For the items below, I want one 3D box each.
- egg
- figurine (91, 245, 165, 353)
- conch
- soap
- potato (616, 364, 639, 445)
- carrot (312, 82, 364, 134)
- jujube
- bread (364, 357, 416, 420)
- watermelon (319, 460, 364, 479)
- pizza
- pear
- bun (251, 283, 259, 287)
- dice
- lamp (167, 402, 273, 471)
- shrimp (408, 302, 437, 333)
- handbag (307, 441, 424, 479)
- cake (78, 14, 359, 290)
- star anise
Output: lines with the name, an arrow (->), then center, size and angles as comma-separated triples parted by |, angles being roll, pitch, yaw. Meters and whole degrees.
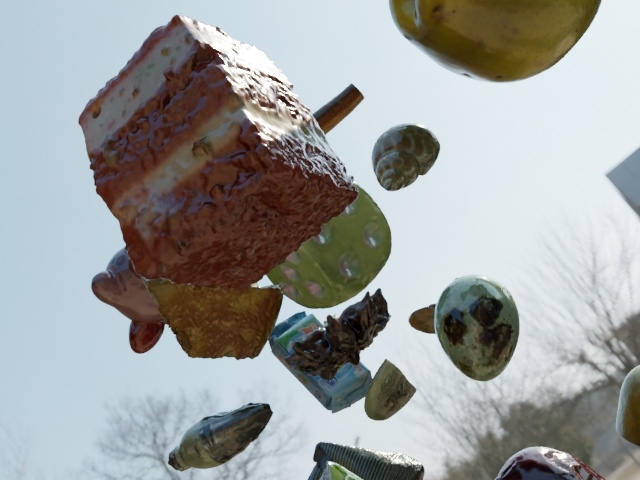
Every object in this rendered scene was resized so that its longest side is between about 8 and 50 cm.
egg -> 0.312, 0.173, 1.707 | 0.169, 0.231, 0.169 | -1, -37, 0
figurine -> -0.463, 0.120, 2.323 | 0.270, 0.261, 0.211 | -34, 23, 13
conch -> 0.157, -0.166, 1.667 | 0.173, 0.116, 0.106 | -43, -19, -10
soap -> -0.004, 0.311, 2.226 | 0.156, 0.293, 0.077 | -30, -31, -34
potato -> 0.723, 0.343, 1.843 | 0.178, 0.158, 0.203 | -6, 15, 13
carrot -> 0.012, -0.309, 2.190 | 0.225, 0.067, 0.067 | -39, -22, 2
jujube -> 0.466, 0.536, 1.611 | 0.223, 0.318, 0.223 | -35, -36, -30
bread -> 0.136, 0.315, 1.723 | 0.112, 0.036, 0.193 | -52, -33, -9
watermelon -> 0.014, 0.499, 1.644 | 0.158, 0.121, 0.098 | -18, 26, 16
pizza -> -0.217, 0.136, 1.675 | 0.297, 0.071, 0.189 | 13, -88, -32
pear -> 0.339, -0.483, 1.669 | 0.418, 0.362, 0.362 | -11, -30, -24
bun -> -0.208, 0.138, 2.194 | 0.111, 0.164, 0.188 | -39, -43, -10
dice -> 0.000, 0.000, 2.089 | 0.252, 0.250, 0.254 | -46, 21, -30
lamp -> -0.193, 0.377, 1.648 | 0.250, 0.101, 0.101 | -33, -19, 24
shrimp -> 0.304, 0.171, 1.986 | 0.236, 0.053, 0.133 | 9, -47, -39
handbag -> 0.065, 0.594, 1.819 | 0.247, 0.240, 0.340 | 76, -146, -59
cake -> -0.160, -0.123, 1.255 | 0.269, 0.319, 0.270 | -39, -21, 19
star anise -> 0.048, 0.199, 1.717 | 0.223, 0.109, 0.236 | -36, -11, -24
